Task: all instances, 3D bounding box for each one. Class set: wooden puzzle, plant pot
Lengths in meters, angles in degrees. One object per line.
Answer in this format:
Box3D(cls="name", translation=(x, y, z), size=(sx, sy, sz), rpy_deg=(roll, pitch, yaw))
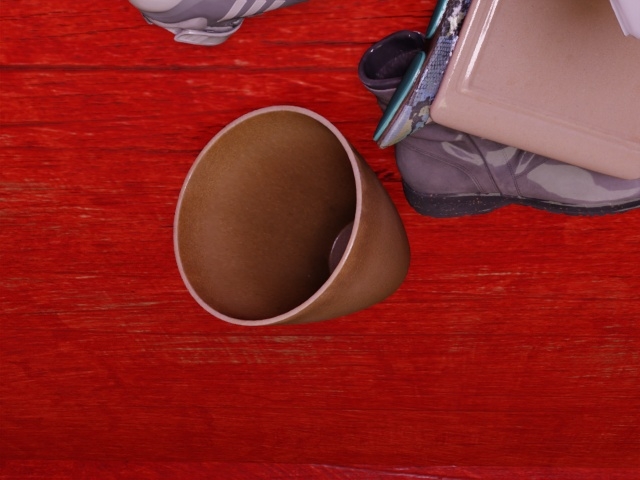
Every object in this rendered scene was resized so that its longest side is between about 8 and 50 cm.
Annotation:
Box3D(cls="wooden puzzle", translation=(0.225, -0.182, 0.657), size=(0.221, 0.044, 0.238), rpy_deg=(14, 112, -18))
Box3D(cls="plant pot", translation=(0.000, 0.000, 0.929), size=(0.237, 0.237, 0.254), rpy_deg=(-14, 159, 27))

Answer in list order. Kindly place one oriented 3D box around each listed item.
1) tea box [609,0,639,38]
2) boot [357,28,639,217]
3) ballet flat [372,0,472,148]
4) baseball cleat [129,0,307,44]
Box3D(cls="tea box", translation=(0.223, -0.318, 0.330), size=(0.324, 0.219, 0.329), rpy_deg=(-20, 143, 30))
Box3D(cls="boot", translation=(0.221, -0.127, 0.781), size=(0.338, 0.118, 0.222), rpy_deg=(-10, 143, 12))
Box3D(cls="ballet flat", translation=(0.110, -0.156, 0.683), size=(0.070, 0.070, 0.188), rpy_deg=(18, 107, -24))
Box3D(cls="baseball cleat", translation=(-0.064, -0.222, 0.693), size=(0.206, 0.072, 0.109), rpy_deg=(2, 164, 11))
